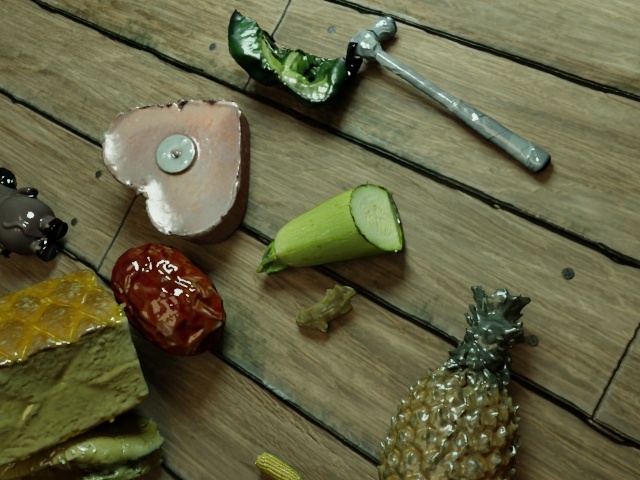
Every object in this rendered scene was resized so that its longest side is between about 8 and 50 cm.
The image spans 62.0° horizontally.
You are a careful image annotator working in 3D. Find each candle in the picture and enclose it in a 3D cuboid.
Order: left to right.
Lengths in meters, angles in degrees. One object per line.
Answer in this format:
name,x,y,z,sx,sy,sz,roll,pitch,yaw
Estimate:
candle,-0.262,-0.165,1.087,0.317,0.131,0.287,41,89,11

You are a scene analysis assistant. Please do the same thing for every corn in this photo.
corn,-0.075,0.418,0.966,0.092,0.037,0.037,27,91,23

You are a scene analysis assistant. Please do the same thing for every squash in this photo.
squash,-0.005,-0.014,0.967,0.287,0.137,0.137,-13,77,19

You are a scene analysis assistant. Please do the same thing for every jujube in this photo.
jujube,-0.293,0.111,1.023,0.250,0.174,0.174,43,97,20

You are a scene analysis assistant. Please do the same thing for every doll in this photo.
doll,-0.701,-0.053,1.226,0.257,0.117,0.182,25,88,21

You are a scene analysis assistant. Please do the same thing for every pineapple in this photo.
pineapple,0.225,0.243,0.812,0.202,0.202,0.362,19,81,21

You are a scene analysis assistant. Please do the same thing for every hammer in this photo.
hammer,0.227,-0.260,0.953,0.427,0.044,0.152,37,67,15

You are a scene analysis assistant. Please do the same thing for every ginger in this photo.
ginger,0.013,0.126,0.982,0.137,0.044,0.057,-36,101,17

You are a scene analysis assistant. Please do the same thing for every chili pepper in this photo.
chili pepper,-0.069,-0.341,1.039,0.264,0.116,0.148,28,65,-1

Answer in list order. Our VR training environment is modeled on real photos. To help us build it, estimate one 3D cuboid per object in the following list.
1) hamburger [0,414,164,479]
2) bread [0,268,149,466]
hamburger,-0.468,0.416,0.993,0.308,0.211,0.132,-17,75,12
bread,-0.495,0.216,0.959,0.279,0.279,0.207,25,129,46
